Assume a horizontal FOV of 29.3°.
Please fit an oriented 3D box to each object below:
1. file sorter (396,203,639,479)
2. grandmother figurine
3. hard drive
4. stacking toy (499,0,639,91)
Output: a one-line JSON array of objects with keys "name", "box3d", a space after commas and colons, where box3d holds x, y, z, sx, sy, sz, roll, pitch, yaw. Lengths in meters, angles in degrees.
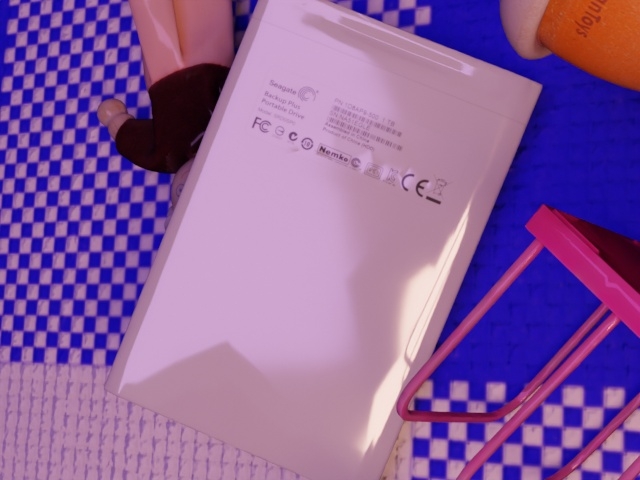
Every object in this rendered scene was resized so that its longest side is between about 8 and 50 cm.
[{"name": "file sorter", "box3d": [0.219, 0.150, 0.777, 0.182, 0.202, 0.290, -51, 60, 16]}, {"name": "grandmother figurine", "box3d": [-0.119, -0.138, 1.094, 0.208, 0.104, 0.342, -27, 66, 34]}, {"name": "hard drive", "box3d": [0.000, 0.000, 0.975, 0.233, 0.047, 0.353, 22, 93, 5]}, {"name": "stacking toy", "box3d": [0.378, -0.124, 0.719, 0.480, 0.350, 0.350, 42, 105, 10]}]
